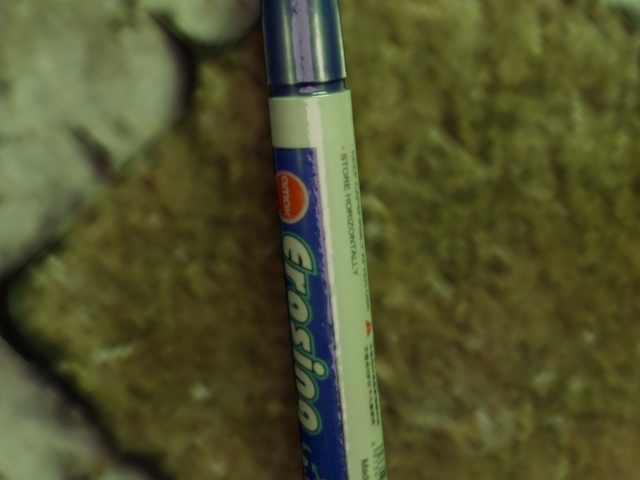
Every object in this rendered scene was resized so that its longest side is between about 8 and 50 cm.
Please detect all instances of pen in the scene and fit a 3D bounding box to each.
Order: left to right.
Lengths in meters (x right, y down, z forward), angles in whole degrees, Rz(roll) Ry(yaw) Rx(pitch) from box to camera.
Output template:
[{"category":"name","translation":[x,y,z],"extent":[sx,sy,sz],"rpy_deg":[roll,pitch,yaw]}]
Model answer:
[{"category":"pen","translation":[0.000,0.000,0.369],"extent":[0.025,0.025,0.204],"rpy_deg":[-8,102,-8]}]
